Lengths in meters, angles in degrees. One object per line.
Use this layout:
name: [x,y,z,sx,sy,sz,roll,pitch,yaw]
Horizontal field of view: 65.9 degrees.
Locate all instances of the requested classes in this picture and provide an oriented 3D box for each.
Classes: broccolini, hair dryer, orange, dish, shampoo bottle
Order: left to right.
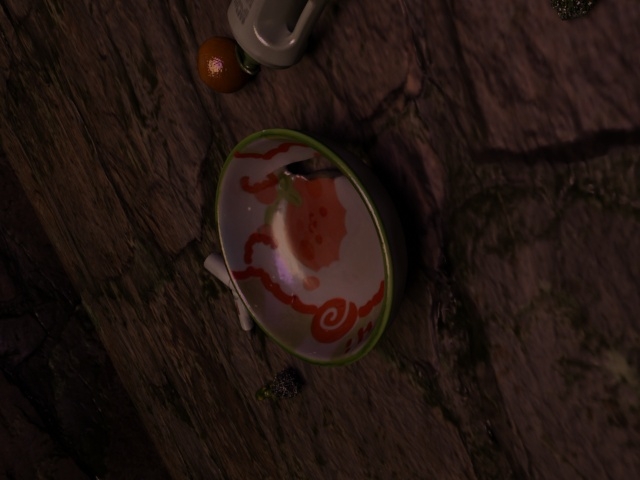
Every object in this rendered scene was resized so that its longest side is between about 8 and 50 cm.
orange: [-0.140,-0.252,0.708,0.085,0.085,0.085,27,131,35]
hair dryer: [-0.171,0.130,1.018,0.155,0.044,0.183,35,138,32]
broccolini: [-0.105,0.312,1.056,0.058,0.067,0.216,61,151,4]
shampoo bottle: [-0.044,-0.283,0.573,0.118,0.087,0.234,55,142,7]
dish: [0.000,0.000,0.684,0.324,0.124,0.324,20,120,38]
broccolini: [0.188,-0.247,0.393,0.035,0.030,0.139,-12,100,42]
